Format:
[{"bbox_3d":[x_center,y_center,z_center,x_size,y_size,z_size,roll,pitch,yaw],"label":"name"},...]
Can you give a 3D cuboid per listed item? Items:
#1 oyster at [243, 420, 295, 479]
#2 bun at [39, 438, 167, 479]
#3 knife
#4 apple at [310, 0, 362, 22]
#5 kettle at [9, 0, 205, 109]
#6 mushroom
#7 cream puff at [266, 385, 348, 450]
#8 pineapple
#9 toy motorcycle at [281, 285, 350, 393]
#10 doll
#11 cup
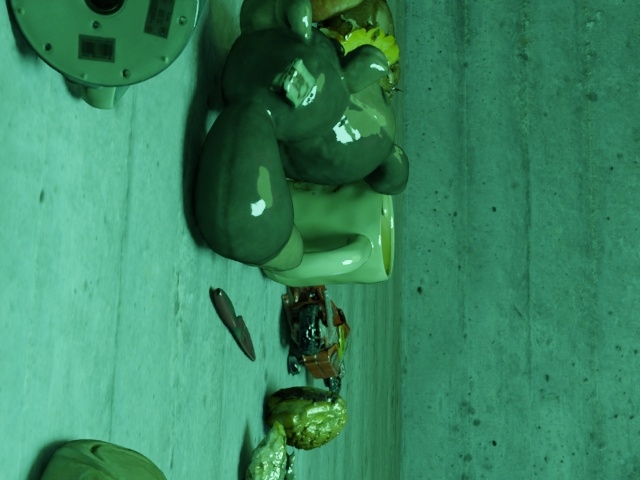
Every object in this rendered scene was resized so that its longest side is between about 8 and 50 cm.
[{"bbox_3d":[-0.084,0.386,1.572,0.133,0.072,0.209,-86,-171,-54],"label":"oyster"},{"bbox_3d":[-0.183,0.261,0.947,0.173,0.113,0.166,-58,145,-74],"label":"bun"},{"bbox_3d":[-0.121,0.123,1.521,0.247,0.018,0.035,73,16,-62],"label":"knife"},{"bbox_3d":[0.000,-0.467,1.788,0.199,0.199,0.199,-1,90,-79],"label":"apple"},{"bbox_3d":[-0.177,-0.224,0.990,0.243,0.160,0.210,-78,-177,-68],"label":"kettle"},{"bbox_3d":[0.084,-0.383,2.226,0.278,0.163,0.297,-89,172,-57],"label":"mushroom"},{"bbox_3d":[-0.022,0.285,1.702,0.119,0.133,0.104,87,9,-71],"label":"cream puff"},{"bbox_3d":[0.000,-0.327,1.798,0.164,0.250,0.140,56,-10,33],"label":"pineapple"},{"bbox_3d":[-0.003,0.169,1.908,0.298,0.089,0.171,67,24,-60],"label":"toy motorcycle"},{"bbox_3d":[-0.050,-0.128,1.492,0.378,0.252,0.382,-57,146,-11],"label":"doll"},{"bbox_3d":[0.003,0.014,1.664,0.255,0.202,0.173,-79,163,-48],"label":"cup"}]
